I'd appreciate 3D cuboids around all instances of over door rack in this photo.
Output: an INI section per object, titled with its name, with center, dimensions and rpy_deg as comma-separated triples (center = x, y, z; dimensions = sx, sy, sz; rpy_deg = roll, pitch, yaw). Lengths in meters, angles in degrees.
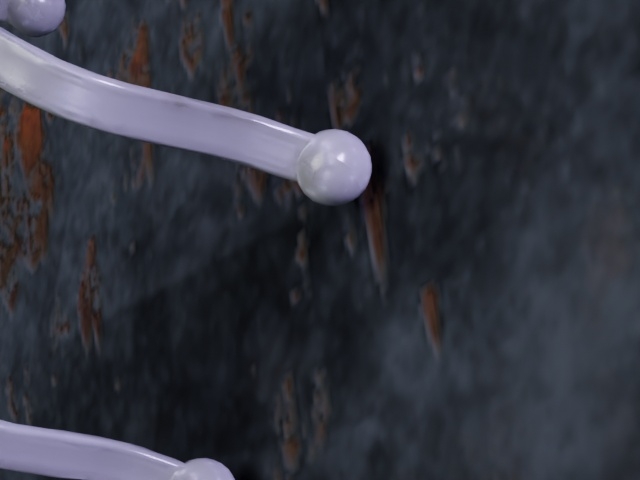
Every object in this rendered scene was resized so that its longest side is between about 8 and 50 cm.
[over door rack]
center = 0.000, 0.000, 0.470
dimensions = 0.324, 0.108, 0.239
rpy_deg = 37, 115, 39
